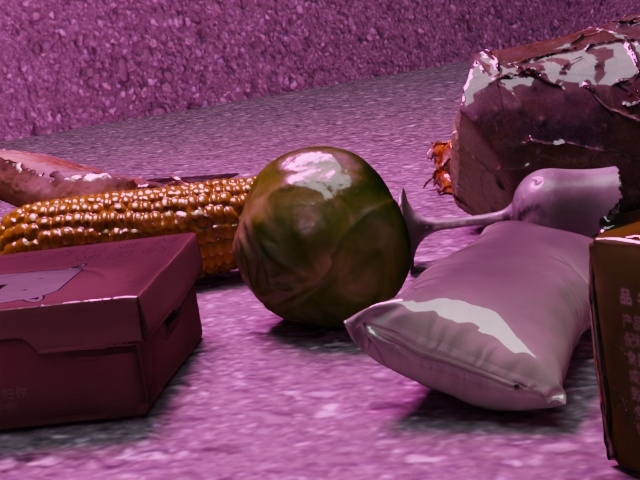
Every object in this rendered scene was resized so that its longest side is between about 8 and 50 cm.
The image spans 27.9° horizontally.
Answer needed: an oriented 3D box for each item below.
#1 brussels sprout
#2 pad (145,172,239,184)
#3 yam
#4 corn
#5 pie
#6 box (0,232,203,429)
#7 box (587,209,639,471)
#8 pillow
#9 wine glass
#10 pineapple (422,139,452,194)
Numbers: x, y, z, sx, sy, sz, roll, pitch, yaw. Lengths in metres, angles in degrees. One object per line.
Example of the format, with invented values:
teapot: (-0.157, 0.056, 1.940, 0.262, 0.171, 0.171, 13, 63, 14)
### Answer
brussels sprout: (-0.003, 0.000, 1.007, 0.155, 0.155, 0.117, -1, 14, 31)
pad: (-0.242, -0.082, 1.924, 0.211, 0.003, 0.143, -3, 12, 23)
yam: (0.261, -0.111, 1.248, 0.271, 0.202, 0.201, -2, 47, 3)
corn: (-0.166, 0.000, 1.225, 0.310, 0.102, 0.101, -6, 11, -3)
pie: (-0.225, -0.046, 1.426, 0.337, 0.075, 0.337, 9, 2, 0)
box: (-0.205, 0.065, 0.944, 0.215, 0.086, 0.215, -6, 11, 6)
box: (0.391, 0.037, 0.564, 0.373, 0.138, 0.420, -13, 12, -27)
pillow: (0.132, 0.043, 0.860, 0.144, 0.078, 0.254, 9, 18, 26)
wine glass: (0.170, -0.021, 1.145, 0.195, 0.079, 0.079, -7, 11, 9)
pineapple: (0.217, -0.095, 1.510, 0.233, 0.080, 0.135, -8, 1, 31)
